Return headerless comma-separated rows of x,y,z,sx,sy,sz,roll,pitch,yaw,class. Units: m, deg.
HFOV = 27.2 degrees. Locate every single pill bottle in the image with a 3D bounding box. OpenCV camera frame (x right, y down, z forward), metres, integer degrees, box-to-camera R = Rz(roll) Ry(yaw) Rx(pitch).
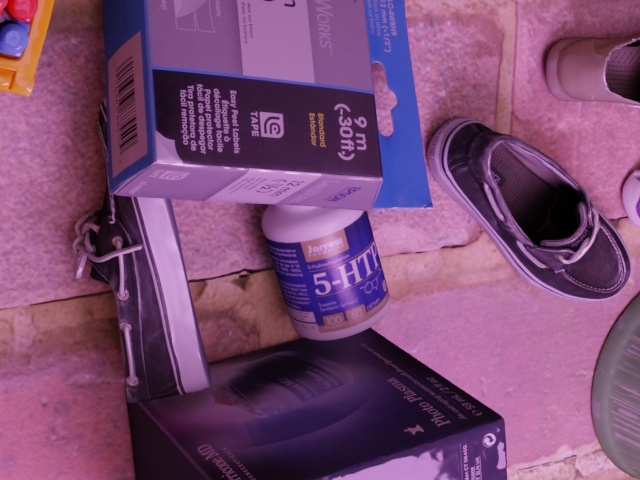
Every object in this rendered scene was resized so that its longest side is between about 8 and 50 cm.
0.000,0.000,1.391,0.112,0.112,0.187,-25,115,-19,pill bottle

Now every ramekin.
0.513,0.197,1.697,0.303,0.148,0.303,-8,108,-26,ramekin

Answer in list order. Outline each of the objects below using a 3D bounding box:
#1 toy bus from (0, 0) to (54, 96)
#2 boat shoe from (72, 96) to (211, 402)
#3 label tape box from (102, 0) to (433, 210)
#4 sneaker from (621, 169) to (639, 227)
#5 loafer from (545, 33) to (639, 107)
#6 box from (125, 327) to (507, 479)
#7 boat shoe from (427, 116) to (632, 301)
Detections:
-0.284,-0.230,1.117,0.149,0.211,0.220,13,97,-29,toy bus
-0.190,0.010,1.297,0.105,0.113,0.306,-13,105,-4,boat shoe
-0.028,-0.165,1.267,0.347,0.115,0.249,2,74,-28,label tape box
0.487,-0.092,1.626,0.236,0.104,0.095,-41,118,-13,sneaker
0.392,-0.198,1.550,0.268,0.092,0.102,-11,109,-25,loafer
-0.009,0.237,1.347,0.294,0.296,0.183,-14,111,-24,box
0.259,-0.017,1.517,0.335,0.119,0.121,33,88,-31,boat shoe
